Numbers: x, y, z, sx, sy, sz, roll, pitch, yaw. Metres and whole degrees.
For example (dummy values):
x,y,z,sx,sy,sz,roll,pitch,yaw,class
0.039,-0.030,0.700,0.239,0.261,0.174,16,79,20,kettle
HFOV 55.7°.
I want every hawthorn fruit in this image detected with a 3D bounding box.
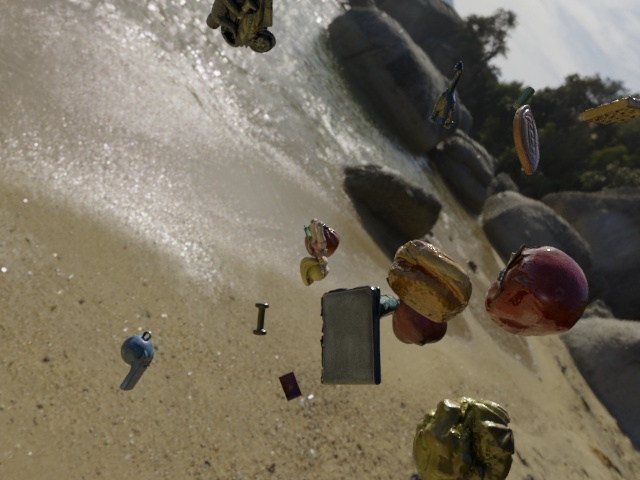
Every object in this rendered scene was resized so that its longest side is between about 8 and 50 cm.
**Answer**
x,y,z,sx,sy,sz,roll,pitch,yaw,class
0.324,0.246,2.019,0.185,0.185,0.202,2,79,-68,hawthorn fruit
0.000,0.000,2.032,0.128,0.128,0.128,47,19,-22,hawthorn fruit

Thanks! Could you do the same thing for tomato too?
x,y,z,sx,sy,sz,roll,pitch,yaw,class
0.643,0.169,1.739,0.309,0.309,0.170,53,6,-5,tomato

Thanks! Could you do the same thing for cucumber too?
x,y,z,sx,sy,sz,roll,pitch,yaw,class
0.152,0.165,1.496,0.056,0.056,0.250,58,18,11,cucumber

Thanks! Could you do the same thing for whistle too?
x,y,z,sx,sy,sz,roll,pitch,yaw,class
-0.489,0.304,1.582,0.090,0.158,0.090,34,-3,2,whistle

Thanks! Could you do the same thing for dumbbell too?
x,y,z,sx,sy,sz,roll,pitch,yaw,class
-0.211,0.278,2.150,0.046,0.052,0.118,7,87,-75,dumbbell

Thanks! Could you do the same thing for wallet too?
x,y,z,sx,sy,sz,roll,pitch,yaw,class
0.068,0.213,1.362,0.036,0.167,0.222,14,69,-44,wallet

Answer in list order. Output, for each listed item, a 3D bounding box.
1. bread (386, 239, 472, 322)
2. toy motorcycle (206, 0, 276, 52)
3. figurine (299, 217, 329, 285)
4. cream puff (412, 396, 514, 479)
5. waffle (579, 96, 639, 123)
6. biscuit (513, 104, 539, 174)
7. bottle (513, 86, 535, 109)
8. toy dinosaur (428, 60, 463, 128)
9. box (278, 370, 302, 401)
x,y,z,sx,sy,sz,roll,pitch,yaw,class
0.257,0.099,1.417,0.198,0.120,0.236,34,-13,18,bread
-0.144,-0.409,1.078,0.193,0.124,0.061,89,-6,-59,toy motorcycle
-0.017,0.033,1.589,0.083,0.083,0.188,-93,-176,-59,figurine
0.497,0.685,2.008,0.378,0.275,0.379,2,87,-42,cream puff
0.546,-0.236,1.108,0.135,0.092,0.021,-4,82,-43,waffle
0.614,-0.305,1.798,0.142,0.029,0.221,23,65,-44,biscuit
0.683,-0.476,2.031,0.030,0.083,0.030,40,-1,1,bottle
0.415,-0.449,1.907,0.075,0.188,0.247,32,13,21,toy dinosaur
-0.097,0.468,1.942,0.023,0.051,0.082,90,-22,-74,box
